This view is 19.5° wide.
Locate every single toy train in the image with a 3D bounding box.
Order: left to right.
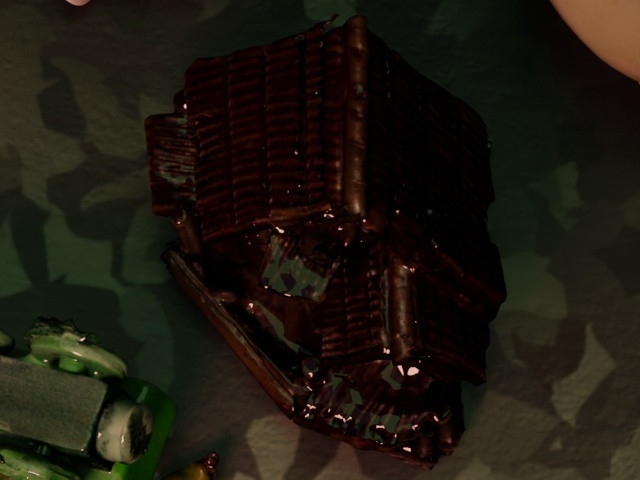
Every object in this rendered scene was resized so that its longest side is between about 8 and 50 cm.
[{"bbox_3d":[-0.234,0.136,1.460,0.243,0.188,0.132,12,74,20],"label":"toy train"}]

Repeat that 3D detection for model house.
[{"bbox_3d":[0.000,0.000,1.493,0.297,0.282,0.317,3,70,-4],"label":"model house"}]

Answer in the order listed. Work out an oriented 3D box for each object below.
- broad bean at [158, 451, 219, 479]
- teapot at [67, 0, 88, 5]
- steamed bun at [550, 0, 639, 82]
[{"bbox_3d":[-0.189,0.249,1.515,0.256,0.052,0.052,-27,50,-13],"label":"broad bean"},{"bbox_3d":[-0.144,-0.347,1.678,0.204,0.139,0.298,39,62,-24],"label":"teapot"},{"bbox_3d":[0.337,-0.284,1.648,0.312,0.233,0.334,44,65,12],"label":"steamed bun"}]
